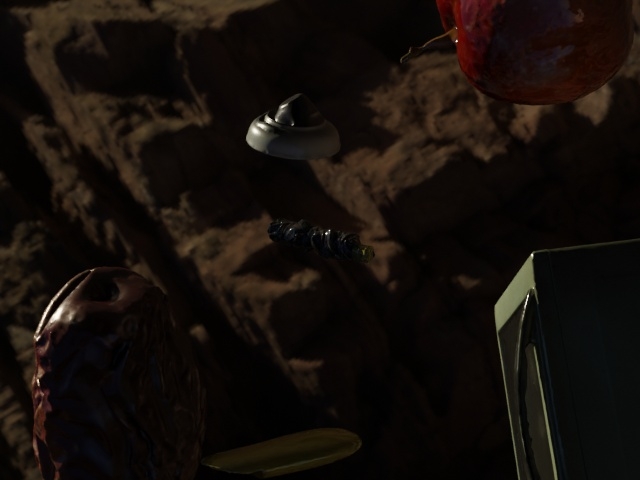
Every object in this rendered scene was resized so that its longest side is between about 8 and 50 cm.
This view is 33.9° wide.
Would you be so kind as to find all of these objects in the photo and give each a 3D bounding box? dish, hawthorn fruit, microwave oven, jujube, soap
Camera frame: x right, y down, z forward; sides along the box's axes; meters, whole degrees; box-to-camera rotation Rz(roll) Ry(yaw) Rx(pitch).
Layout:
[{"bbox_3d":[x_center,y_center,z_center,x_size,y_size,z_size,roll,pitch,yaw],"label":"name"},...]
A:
[{"bbox_3d":[-0.037,-0.178,1.538,0.141,0.141,0.078,40,132,51],"label":"dish"},{"bbox_3d":[0.220,-0.260,1.222,0.242,0.271,0.242,61,-173,-13],"label":"hawthorn fruit"},{"bbox_3d":[0.363,0.214,1.088,0.247,0.332,0.395,75,-172,-72],"label":"microwave oven"},{"bbox_3d":[-0.243,0.184,1.236,0.216,0.216,0.342,48,148,37],"label":"jujube"},{"bbox_3d":[-0.040,0.219,1.071,0.089,0.168,0.033,163,97,-74],"label":"soap"}]

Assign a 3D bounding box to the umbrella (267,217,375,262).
[{"bbox_3d":[0.000,0.000,1.233,0.143,0.037,0.040,14,161,36],"label":"umbrella"}]
